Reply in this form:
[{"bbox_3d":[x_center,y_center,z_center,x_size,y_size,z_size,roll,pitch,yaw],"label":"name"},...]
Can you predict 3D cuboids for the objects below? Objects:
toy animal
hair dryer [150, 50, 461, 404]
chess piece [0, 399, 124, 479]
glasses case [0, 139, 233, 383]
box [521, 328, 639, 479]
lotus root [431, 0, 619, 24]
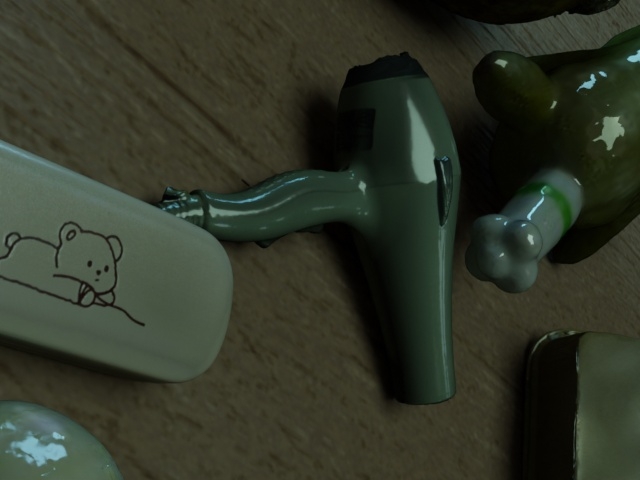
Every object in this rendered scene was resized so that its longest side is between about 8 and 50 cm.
[{"bbox_3d":[0.209,-0.078,0.817,0.363,0.180,0.181,-19,86,-28],"label":"toy animal"},{"bbox_3d":[0.021,0.020,0.632,0.225,0.088,0.219,-38,111,-35],"label":"hair dryer"},{"bbox_3d":[-0.165,0.132,0.328,0.261,0.142,0.143,-28,99,-54],"label":"chess piece"},{"bbox_3d":[-0.123,0.010,0.466,0.196,0.050,0.083,23,71,-43],"label":"glasses case"},{"bbox_3d":[0.210,0.148,0.779,0.111,0.111,0.177,31,56,-40],"label":"box"},{"bbox_3d":[0.100,-0.287,0.729,0.397,0.179,0.196,32,57,-38],"label":"lotus root"}]
